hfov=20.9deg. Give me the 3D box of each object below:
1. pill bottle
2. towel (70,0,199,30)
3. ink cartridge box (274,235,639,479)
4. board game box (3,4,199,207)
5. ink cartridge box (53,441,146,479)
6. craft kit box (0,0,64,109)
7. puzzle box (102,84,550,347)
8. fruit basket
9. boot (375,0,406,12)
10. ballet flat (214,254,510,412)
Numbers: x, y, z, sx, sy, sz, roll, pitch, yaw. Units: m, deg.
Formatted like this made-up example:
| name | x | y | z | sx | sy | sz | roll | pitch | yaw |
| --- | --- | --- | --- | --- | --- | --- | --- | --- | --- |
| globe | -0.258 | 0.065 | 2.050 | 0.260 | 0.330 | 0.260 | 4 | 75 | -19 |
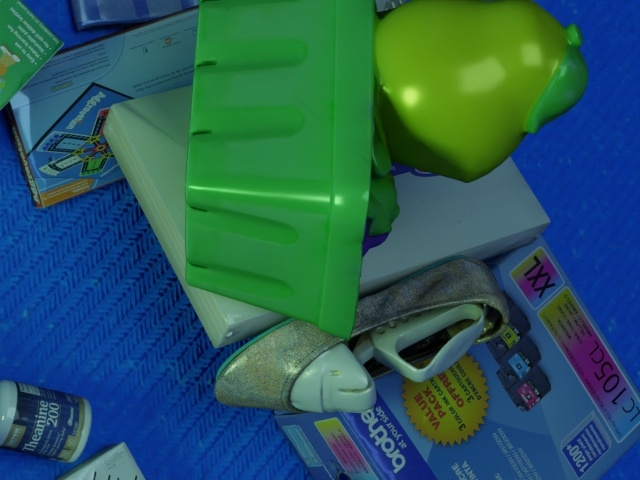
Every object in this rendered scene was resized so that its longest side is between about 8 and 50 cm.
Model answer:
| name | x | y | z | sx | sy | sz | roll | pitch | yaw |
| --- | --- | --- | --- | --- | --- | --- | --- | --- | --- |
| pill bottle | -0.289 | 0.173 | 1.681 | 0.120 | 0.067 | 0.067 | 16 | 73 | -26 |
| towel | -0.189 | -0.367 | 1.858 | 0.209 | 0.034 | 0.285 | -6 | 84 | -29 |
| ink cartridge box | 0.140 | 0.211 | 1.870 | 0.395 | 0.151 | 0.270 | -39 | 100 | -27 |
| board game box | -0.191 | -0.147 | 1.801 | 0.281 | 0.027 | 0.145 | -23 | 102 | -29 |
| ink cartridge box | -0.257 | 0.291 | 1.689 | 0.207 | 0.046 | 0.097 | -32 | 96 | -30 |
| craft kit box | -0.414 | -0.187 | 1.629 | 0.246 | 0.061 | 0.250 | -47 | 114 | -7 |
| puzzle box | 0.012 | -0.064 | 1.801 | 0.409 | 0.052 | 0.272 | -16 | 65 | -30 |
| fruit basket | 0.059 | -0.120 | 1.642 | 0.392 | 0.283 | 0.392 | 2 | 56 | -3 |
| boot | 0.008 | -0.291 | 1.928 | 0.165 | 0.077 | 0.213 | -14 | 93 | -30 |
| ballet flat | 0.051 | 0.108 | 1.711 | 0.316 | 0.107 | 0.106 | -25 | 52 | -16 |
